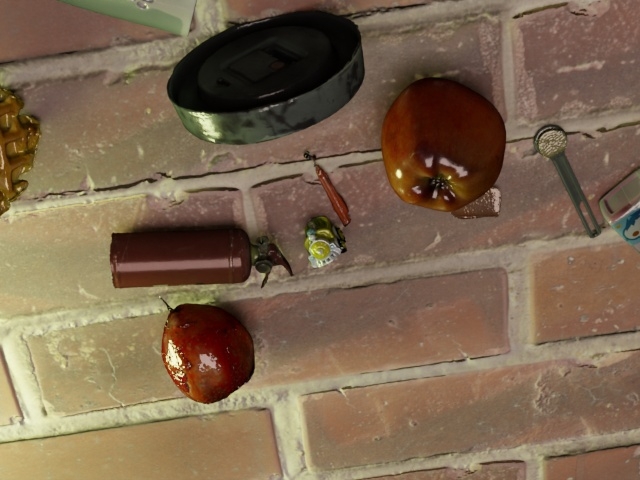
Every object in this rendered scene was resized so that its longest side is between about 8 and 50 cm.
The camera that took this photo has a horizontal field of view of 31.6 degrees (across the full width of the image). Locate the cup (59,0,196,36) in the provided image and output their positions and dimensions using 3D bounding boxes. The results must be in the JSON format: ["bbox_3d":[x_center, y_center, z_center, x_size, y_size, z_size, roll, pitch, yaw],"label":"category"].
[{"bbox_3d":[-0.293,-0.514,1.710,0.274,0.259,0.357,12,106,-10],"label":"cup"}]

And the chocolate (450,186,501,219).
[{"bbox_3d":[0.287,-0.074,2.116,0.100,0.031,0.065,-4,102,-6],"label":"chocolate"}]

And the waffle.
[{"bbox_3d":[-0.624,-0.156,1.892,0.325,0.068,0.302,34,77,-43],"label":"waffle"}]

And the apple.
[{"bbox_3d":[0.213,-0.160,1.959,0.233,0.234,0.234,-2,119,-3],"label":"apple"}]

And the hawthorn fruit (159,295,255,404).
[{"bbox_3d":[-0.236,0.200,2.160,0.181,0.181,0.235,-37,105,16],"label":"hawthorn fruit"}]

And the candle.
[{"bbox_3d":[0.015,-0.099,2.089,0.026,0.021,0.167,-37,117,-14],"label":"candle"}]

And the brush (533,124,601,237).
[{"bbox_3d":[0.471,-0.103,2.115,0.062,0.027,0.266,-27,118,11],"label":"brush"}]

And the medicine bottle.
[{"bbox_3d":[0.629,-0.033,2.126,0.188,0.094,0.119,40,112,-22],"label":"medicine bottle"}]

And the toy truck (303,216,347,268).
[{"bbox_3d":[0.000,0.000,2.093,0.076,0.111,0.077,-30,111,11],"label":"toy truck"}]

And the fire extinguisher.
[{"bbox_3d":[-0.217,0.044,2.113,0.336,0.107,0.147,-1,144,-3],"label":"fire extinguisher"}]

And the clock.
[{"bbox_3d":[-0.085,-0.267,1.819,0.325,0.325,0.067,-15,125,4],"label":"clock"}]
